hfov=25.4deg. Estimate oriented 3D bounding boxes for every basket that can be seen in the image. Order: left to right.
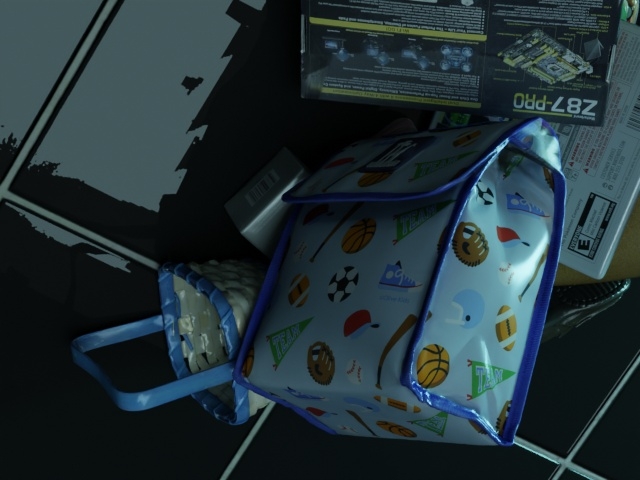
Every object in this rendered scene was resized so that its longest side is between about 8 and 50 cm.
[{"bbox_3d":[-0.162,0.138,1.864,0.289,0.255,0.201,-11,109,-23],"label":"basket"}]

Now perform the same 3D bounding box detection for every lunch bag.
[{"bbox_3d":[0.104,0.030,1.724,0.239,0.328,0.385,34,67,-36],"label":"lunch bag"}]

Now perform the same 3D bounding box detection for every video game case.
[{"bbox_3d":[0.302,-0.155,1.898,0.300,0.036,0.329,25,108,18],"label":"video game case"}]

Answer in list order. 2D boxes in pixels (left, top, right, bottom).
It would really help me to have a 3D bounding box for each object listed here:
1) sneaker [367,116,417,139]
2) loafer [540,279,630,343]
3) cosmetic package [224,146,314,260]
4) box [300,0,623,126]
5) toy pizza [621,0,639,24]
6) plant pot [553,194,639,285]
[{"bbox_3d":[0.082,-0.110,1.934,0.134,0.070,0.051,-41,119,4],"label":"sneaker"},{"bbox_3d":[0.357,0.098,2.110,0.220,0.080,0.078,-24,149,-7],"label":"loafer"},{"bbox_3d":[0.000,0.000,1.940,0.127,0.107,0.238,-44,120,3],"label":"cosmetic package"},{"bbox_3d":[0.173,-0.308,1.739,0.395,0.097,0.318,6,127,8],"label":"box"},{"bbox_3d":[0.349,-0.312,1.948,0.201,0.032,0.201,-6,114,-14],"label":"toy pizza"},{"bbox_3d":[0.409,-0.040,1.995,0.254,0.237,0.237,-23,118,12],"label":"plant pot"}]
